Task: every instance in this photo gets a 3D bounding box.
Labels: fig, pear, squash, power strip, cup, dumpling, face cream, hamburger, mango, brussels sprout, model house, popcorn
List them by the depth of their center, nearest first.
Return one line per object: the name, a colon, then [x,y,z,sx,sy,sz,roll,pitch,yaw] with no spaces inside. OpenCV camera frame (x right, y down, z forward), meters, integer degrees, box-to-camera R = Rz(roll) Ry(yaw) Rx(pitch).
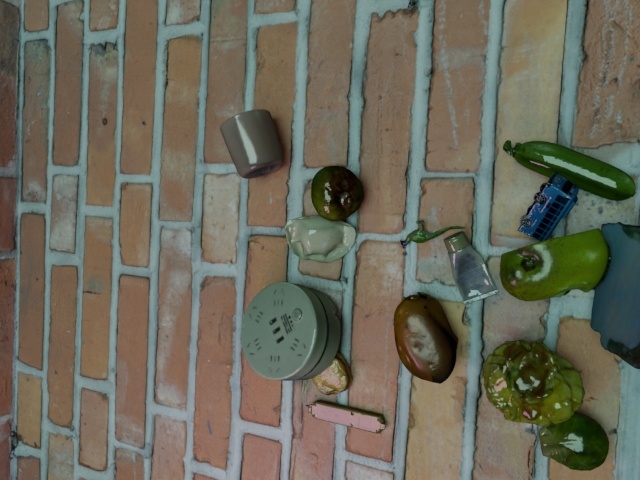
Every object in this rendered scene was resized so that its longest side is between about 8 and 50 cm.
model house: [0.942,0.144,1.368,0.339,0.297,0.360,4,93,-6]
pear: [0.618,0.084,1.454,0.292,0.292,0.159,-17,77,24]
popcorn: [0.604,0.402,1.525,0.270,0.224,0.258,46,148,-4]
brussels sprout: [0.728,0.576,1.530,0.180,0.144,0.161,3,128,13]
squash: [0.714,-0.214,1.533,0.378,0.101,0.101,25,102,24]
face cream: [0.466,0.086,1.686,0.114,0.070,0.224,-24,94,24]
mango: [0.332,0.311,1.698,0.201,0.152,0.287,-21,85,15]
fig: [0.048,-0.168,1.807,0.181,0.181,0.191,-49,44,18]
power strip: [-0.116,0.325,1.856,0.357,0.161,0.357,-9,73,33]
dumpling: [0.000,0.000,1.874,0.252,0.131,0.179,0,112,4]
hamburger: [0.035,0.473,1.879,0.138,0.083,0.147,-26,82,19]
power strip: [0.089,0.621,1.881,0.305,0.044,0.064,6,94,23]
cup: [-0.258,-0.335,1.950,0.253,0.191,0.200,-24,84,54]

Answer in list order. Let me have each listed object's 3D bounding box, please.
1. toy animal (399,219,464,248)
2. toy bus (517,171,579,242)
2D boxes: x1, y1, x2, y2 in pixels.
toy animal: [0.355,-0.038,1.733,0.217,0.041,0.075,-20,101,22]
toy bus: [0.658,-0.094,1.529,0.106,0.090,0.185,34,135,19]
